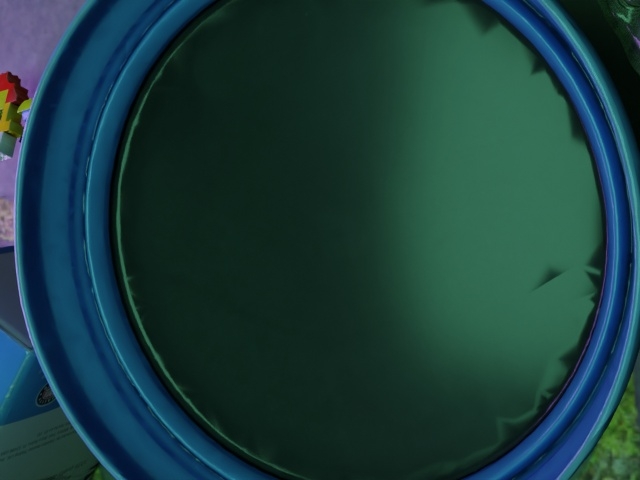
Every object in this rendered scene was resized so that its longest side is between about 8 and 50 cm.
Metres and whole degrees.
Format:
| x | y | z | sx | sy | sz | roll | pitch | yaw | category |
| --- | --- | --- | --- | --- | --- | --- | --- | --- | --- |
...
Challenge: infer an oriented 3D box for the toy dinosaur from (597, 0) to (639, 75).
| x | y | z | sx | sy | sz | roll | pitch | yaw | category |
| --- | --- | --- | --- | --- | --- | --- | --- | --- | --- |
| 0.180 | -0.145 | 0.643 | 0.118 | 0.064 | 0.268 | -40 | 62 | 15 | toy dinosaur |

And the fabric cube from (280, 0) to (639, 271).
| x | y | z | sx | sy | sz | roll | pitch | yaw | category |
| --- | --- | --- | --- | --- | --- | --- | --- | --- | --- |
| 0.146 | -0.121 | 0.854 | 0.259 | 0.258 | 0.254 | -2 | 96 | 23 | fabric cube |

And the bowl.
| x | y | z | sx | sy | sz | roll | pitch | yaw | category |
| --- | --- | --- | --- | --- | --- | --- | --- | --- | --- |
| 0.000 | 0.000 | 0.751 | 0.391 | 0.077 | 0.391 | 3 | 98 | 24 | bowl |

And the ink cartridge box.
| x | y | z | sx | sy | sz | roll | pitch | yaw | category |
| --- | --- | --- | --- | --- | --- | --- | --- | --- | --- |
| -0.282 | 0.162 | 1.090 | 0.129 | 0.223 | 0.308 | 35 | 109 | 16 | ink cartridge box |

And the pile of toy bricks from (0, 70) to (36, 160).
| x | y | z | sx | sy | sz | roll | pitch | yaw | category |
| --- | --- | --- | --- | --- | --- | --- | --- | --- | --- |
| -0.198 | -0.115 | 1.100 | 0.212 | 0.118 | 0.105 | -8 | 65 | 40 | pile of toy bricks |
